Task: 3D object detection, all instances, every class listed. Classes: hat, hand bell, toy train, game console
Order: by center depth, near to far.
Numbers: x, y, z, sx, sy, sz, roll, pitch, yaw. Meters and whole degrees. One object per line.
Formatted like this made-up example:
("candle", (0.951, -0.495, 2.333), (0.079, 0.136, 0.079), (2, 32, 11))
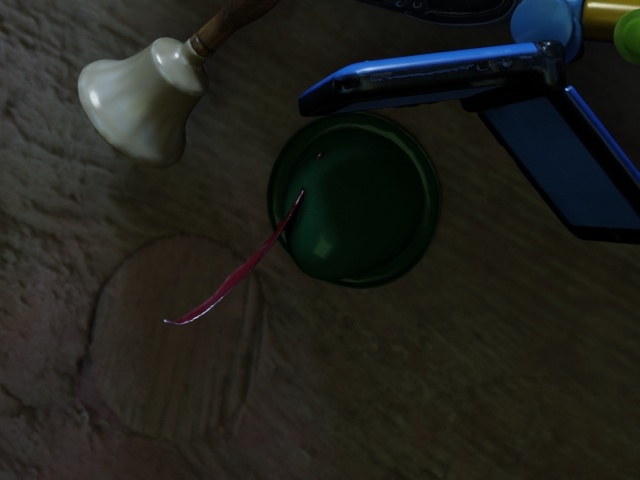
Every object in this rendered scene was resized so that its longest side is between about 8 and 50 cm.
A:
("game console", (0.128, -0.065, 1.315), (0.250, 0.293, 0.173), (-8, 92, -7))
("toy train", (0.285, -0.182, 1.321), (0.248, 0.143, 0.105), (8, 111, 16))
("hand bell", (-0.101, -0.184, 1.447), (0.242, 0.126, 0.126), (-39, 93, 31))
("hat", (0.000, 0.000, 1.458), (0.173, 0.183, 0.208), (28, 115, 7))

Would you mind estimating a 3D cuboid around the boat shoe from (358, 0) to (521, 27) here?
("boat shoe", (0.067, -0.239, 1.412), (0.228, 0.076, 0.080), (20, 113, 12))
